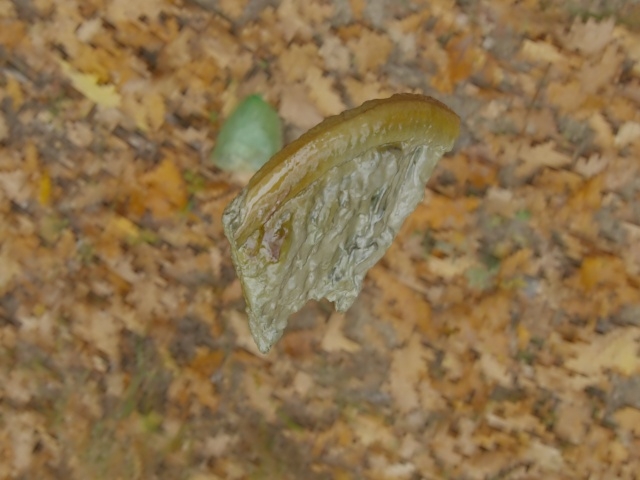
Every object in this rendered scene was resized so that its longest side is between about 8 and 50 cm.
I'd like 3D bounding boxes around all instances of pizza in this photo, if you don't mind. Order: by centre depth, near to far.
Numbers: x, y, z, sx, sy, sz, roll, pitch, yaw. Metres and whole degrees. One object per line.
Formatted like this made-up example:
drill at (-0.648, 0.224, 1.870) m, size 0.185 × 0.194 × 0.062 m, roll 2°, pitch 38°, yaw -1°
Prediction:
pizza at (0.000, 0.000, 1.069) m, size 0.034 × 0.181 × 0.262 m, roll 53°, pitch 141°, yaw 31°
